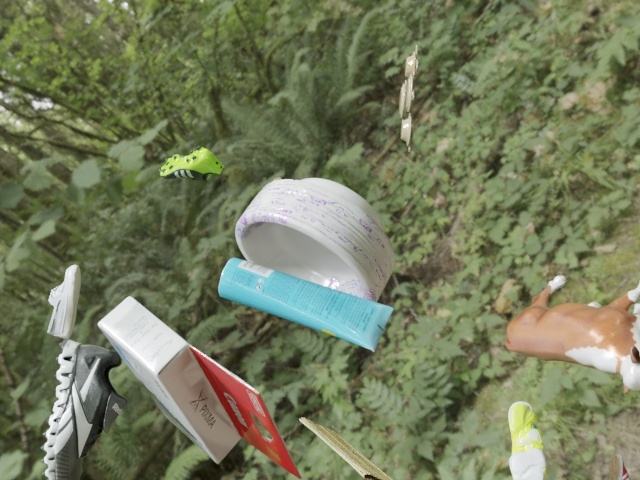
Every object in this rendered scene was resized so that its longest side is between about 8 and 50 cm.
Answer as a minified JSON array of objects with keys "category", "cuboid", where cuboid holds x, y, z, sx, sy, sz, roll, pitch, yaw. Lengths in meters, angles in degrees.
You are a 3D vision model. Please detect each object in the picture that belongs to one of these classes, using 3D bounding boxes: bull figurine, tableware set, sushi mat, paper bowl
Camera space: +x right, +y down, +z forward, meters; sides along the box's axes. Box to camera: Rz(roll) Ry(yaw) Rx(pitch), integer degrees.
[{"category":"bull figurine","cuboid":[0.439,0.142,1.030,0.188,0.101,0.310,-38,20,-25]},{"category":"tableware set","cuboid":[0.157,-0.253,1.142,0.168,0.020,0.141,92,-178,-57]},{"category":"sushi mat","cuboid":[0.074,0.555,1.679,0.316,0.151,0.019,22,78,56]},{"category":"paper bowl","cuboid":[0.000,0.000,1.162,0.148,0.284,0.284,-58,16,-27]}]

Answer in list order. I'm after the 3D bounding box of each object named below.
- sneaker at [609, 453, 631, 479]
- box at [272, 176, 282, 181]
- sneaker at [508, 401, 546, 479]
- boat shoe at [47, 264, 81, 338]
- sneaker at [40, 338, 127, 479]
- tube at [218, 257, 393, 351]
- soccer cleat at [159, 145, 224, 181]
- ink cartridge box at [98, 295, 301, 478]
[{"category":"sneaker","cuboid":[0.714,0.560,1.495,0.042,0.067,0.118,120,154,-71]},{"category":"box","cuboid":[-0.070,-0.012,1.402,0.021,0.201,0.164,-24,-17,-33]},{"category":"sneaker","cuboid":[0.545,0.551,1.682,0.091,0.126,0.240,-5,60,21]},{"category":"boat shoe","cuboid":[-0.603,0.141,1.505,0.066,0.063,0.184,-102,25,-66]},{"category":"sneaker","cuboid":[-0.342,0.262,0.947,0.078,0.106,0.234,110,161,-67]},{"category":"tube","cuboid":[-0.020,0.074,0.782,0.080,0.207,0.052,-60,-19,-45]},{"category":"soccer cleat","cuboid":[-0.269,-0.146,1.323,0.179,0.072,0.060,-5,53,47]},{"category":"ink cartridge box","cuboid":[-0.168,0.241,0.932,0.066,0.261,0.296,-45,-34,-25]}]
